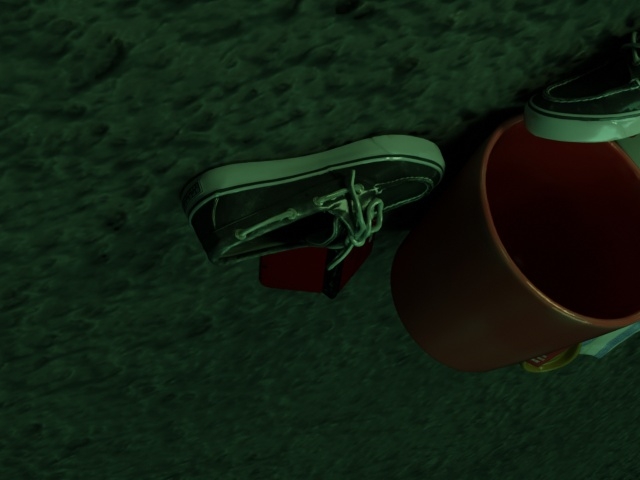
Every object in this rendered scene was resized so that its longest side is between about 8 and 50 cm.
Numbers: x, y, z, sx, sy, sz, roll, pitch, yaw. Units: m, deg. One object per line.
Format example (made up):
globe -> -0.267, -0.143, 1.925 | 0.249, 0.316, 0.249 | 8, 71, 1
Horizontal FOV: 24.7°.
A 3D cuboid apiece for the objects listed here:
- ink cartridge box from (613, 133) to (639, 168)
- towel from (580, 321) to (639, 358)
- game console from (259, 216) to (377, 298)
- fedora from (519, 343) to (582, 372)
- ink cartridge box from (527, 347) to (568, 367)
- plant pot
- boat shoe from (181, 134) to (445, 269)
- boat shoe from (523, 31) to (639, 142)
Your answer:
ink cartridge box -> 0.462, -0.067, 1.767 | 0.154, 0.212, 0.093 | -24, 152, -1
towel -> 0.449, 0.118, 2.322 | 0.209, 0.034, 0.285 | -40, 151, 26
game console -> 0.000, 0.000, 1.703 | 0.124, 0.085, 0.144 | -50, 165, -25
fedora -> 0.336, 0.137, 2.164 | 0.194, 0.079, 0.194 | -12, 141, -10
ink cartridge box -> 0.346, 0.040, 1.972 | 0.272, 0.114, 0.197 | -34, 150, 18
plant pot -> 0.224, 0.021, 1.693 | 0.274, 0.275, 0.243 | -5, 158, -36
boat shoe -> 0.010, -0.034, 1.537 | 0.306, 0.105, 0.113 | -8, 150, -33
boat shoe -> 0.365, -0.185, 1.593 | 0.301, 0.108, 0.102 | -11, 121, -3
